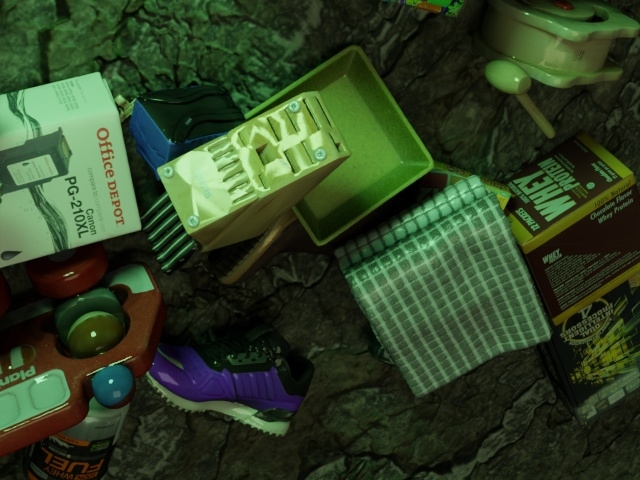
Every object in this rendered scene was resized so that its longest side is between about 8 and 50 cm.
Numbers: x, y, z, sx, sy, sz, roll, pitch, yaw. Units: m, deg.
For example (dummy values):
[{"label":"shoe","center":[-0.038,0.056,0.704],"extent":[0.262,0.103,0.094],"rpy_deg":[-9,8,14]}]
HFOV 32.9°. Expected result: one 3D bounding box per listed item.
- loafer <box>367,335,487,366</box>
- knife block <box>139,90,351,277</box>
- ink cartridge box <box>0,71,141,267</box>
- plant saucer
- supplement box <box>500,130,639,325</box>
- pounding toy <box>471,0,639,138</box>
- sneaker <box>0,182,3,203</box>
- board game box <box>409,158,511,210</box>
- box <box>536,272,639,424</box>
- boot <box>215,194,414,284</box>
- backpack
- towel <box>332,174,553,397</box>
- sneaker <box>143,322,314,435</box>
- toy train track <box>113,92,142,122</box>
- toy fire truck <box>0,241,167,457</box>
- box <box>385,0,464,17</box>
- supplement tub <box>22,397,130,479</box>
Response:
[{"label":"loafer","center":[0.175,0.154,1.684],"extent":[0.223,0.076,0.078],"rpy_deg":[1,112,-28]},{"label":"knife block","center":[-0.093,-0.055,1.312],"extent":[0.275,0.088,0.242],"rpy_deg":[-28,170,3]},{"label":"ink cartridge box","center":[-0.340,-0.074,1.247],"extent":[0.237,0.100,0.172],"rpy_deg":[-16,128,-15]},{"label":"plant saucer","center":[0.017,-0.120,1.371],"extent":[0.188,0.045,0.188],"rpy_deg":[-35,96,-10]},{"label":"supplement box","center":[0.371,-0.017,1.616],"extent":[0.191,0.129,0.194],"rpy_deg":[-33,131,-1]},{"label":"pounding toy","center":[0.280,-0.236,1.416],"extent":[0.269,0.154,0.155],"rpy_deg":[-14,130,-41]},{"label":"sneaker","center":[-0.455,0.021,1.146],"extent":[0.161,0.102,0.282],"rpy_deg":[29,119,-21]},{"label":"board game box","center":[0.166,0.017,1.575],"extent":[0.124,0.039,0.259],"rpy_deg":[19,118,-7]},{"label":"box","center":[0.540,0.095,1.801],"extent":[0.395,0.097,0.318],"rpy_deg":[-31,134,-3]},{"label":"boot","center":[0.000,0.000,1.470],"extent":[0.207,0.090,0.248],"rpy_deg":[36,98,-36]},{"label":"backpack","center":[-0.158,-0.131,1.297],"extent":[0.120,0.098,0.101],"rpy_deg":[-21,154,-33]},{"label":"towel","center":[0.177,0.076,1.496],"extent":[0.235,0.121,0.284],"rpy_deg":[-31,129,1]},{"label":"sneaker","center":[-0.124,0.171,1.538],"extent":[0.293,0.102,0.146],"rpy_deg":[25,105,-42]},{"label":"toy train track","center":[-0.217,-0.147,1.312],"extent":[0.048,0.014,0.083],"rpy_deg":[-42,131,7]},{"label":"toy fire truck","center":[-0.326,0.139,1.305],"extent":[0.302,0.254,0.169],"rpy_deg":[-21,130,-11]},{"label":"box","center":[0.048,-0.423,1.138],"extent":[0.279,0.177,0.290],"rpy_deg":[5,120,-28]},{"label":"supplement tub","center":[-0.339,0.275,1.487],"extent":[0.117,0.117,0.190],"rpy_deg":[6,120,-29]}]
